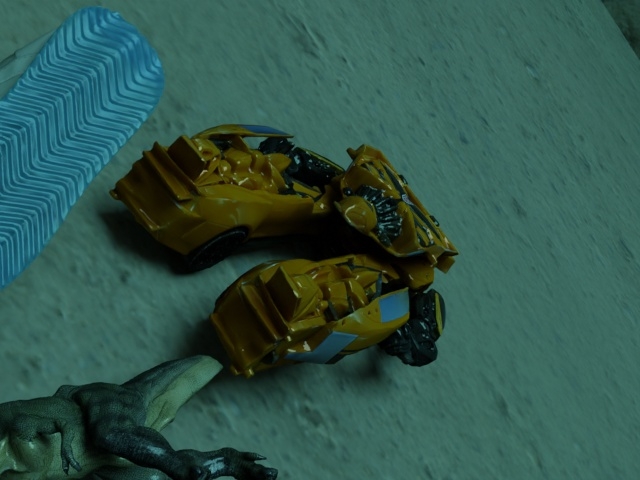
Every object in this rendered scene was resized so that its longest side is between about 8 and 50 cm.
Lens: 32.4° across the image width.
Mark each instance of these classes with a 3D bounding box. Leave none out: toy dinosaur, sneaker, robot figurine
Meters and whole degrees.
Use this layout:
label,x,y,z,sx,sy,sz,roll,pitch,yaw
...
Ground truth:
label,x,y,z,sx,sy,sz,roll,pitch,yaw
toy dinosaur,-0.085,0.099,0.524,0.118,0.064,0.268,23,17,25
sneaker,-0.170,-0.026,0.546,0.087,0.092,0.228,51,48,-11
robot figurine,0.000,0.000,0.754,0.211,0.085,0.291,54,26,14
